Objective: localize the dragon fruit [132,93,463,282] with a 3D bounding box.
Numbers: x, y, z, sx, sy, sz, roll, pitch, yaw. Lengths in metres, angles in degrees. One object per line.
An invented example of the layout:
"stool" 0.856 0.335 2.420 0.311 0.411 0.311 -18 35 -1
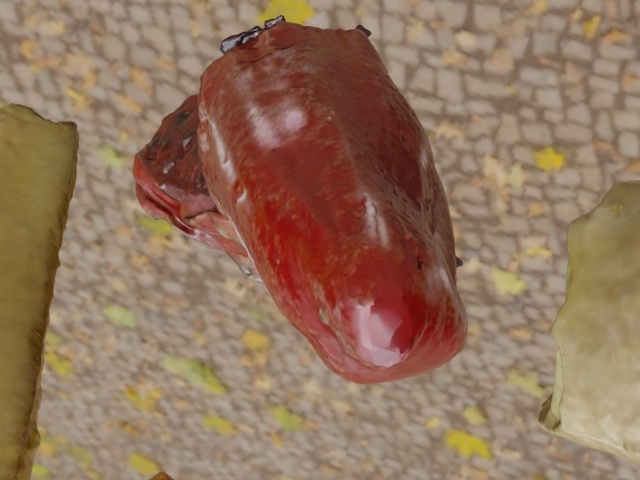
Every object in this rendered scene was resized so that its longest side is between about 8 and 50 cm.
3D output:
"dragon fruit" -0.008 0.007 1.405 0.329 0.228 0.286 51 -179 -38

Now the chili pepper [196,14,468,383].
"chili pepper" 0.013 0.002 0.639 0.136 0.252 0.144 5 117 -12

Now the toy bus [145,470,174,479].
"toy bus" -0.157 0.247 1.095 0.088 0.194 0.083 55 149 35

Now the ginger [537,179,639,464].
"ginger" 0.196 0.002 0.550 0.267 0.152 0.138 -30 136 14

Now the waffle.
"waffle" -0.178 0.069 0.627 0.057 0.274 0.168 26 126 -23
